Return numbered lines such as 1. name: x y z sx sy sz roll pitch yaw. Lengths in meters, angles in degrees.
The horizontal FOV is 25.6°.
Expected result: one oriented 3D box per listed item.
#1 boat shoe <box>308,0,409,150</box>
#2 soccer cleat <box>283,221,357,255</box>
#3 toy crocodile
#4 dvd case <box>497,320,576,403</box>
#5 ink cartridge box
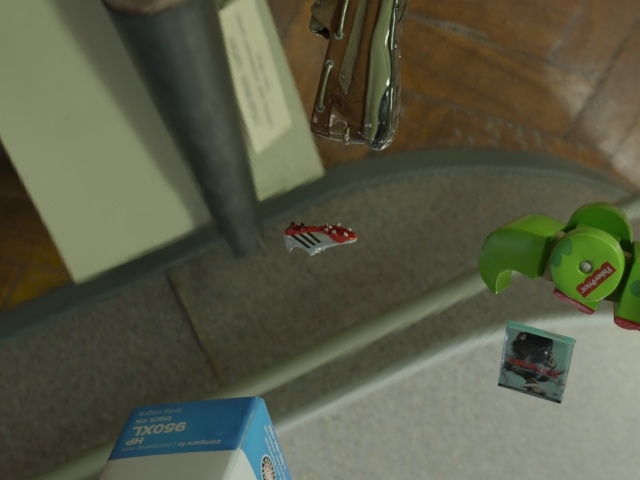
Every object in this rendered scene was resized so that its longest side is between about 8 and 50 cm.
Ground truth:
1. boat shoe: 0.044 -0.274 1.733 0.120 0.324 0.122 4 170 9
2. soccer cleat: 0.000 0.000 1.556 0.083 0.029 0.035 4 114 12
3. toy crocodile: 0.317 0.046 1.320 0.341 0.115 0.105 17 112 11
4. dvd case: 0.272 0.155 1.786 0.087 0.013 0.119 16 138 13
5. ink cartridge box: -0.140 0.395 1.437 0.166 0.395 0.285 -6 121 18
